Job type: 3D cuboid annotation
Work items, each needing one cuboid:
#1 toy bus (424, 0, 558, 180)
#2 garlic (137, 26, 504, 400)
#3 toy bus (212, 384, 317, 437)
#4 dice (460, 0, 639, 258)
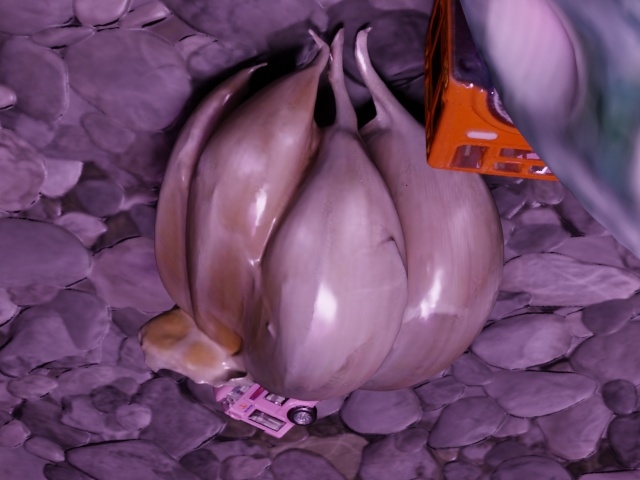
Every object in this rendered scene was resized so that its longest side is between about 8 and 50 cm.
[{"bbox_3d":[0.236,-0.109,1.119,0.329,0.143,0.153,4,147,-6],"label":"toy bus"},{"bbox_3d":[0.000,0.000,1.218,0.210,0.237,0.292,-14,146,-47],"label":"garlic"},{"bbox_3d":[-0.007,0.079,1.378,0.090,0.063,0.203,26,130,-21],"label":"toy bus"},{"bbox_3d":[0.285,-0.170,0.829,0.348,0.330,0.328,-18,142,-23],"label":"dice"}]
